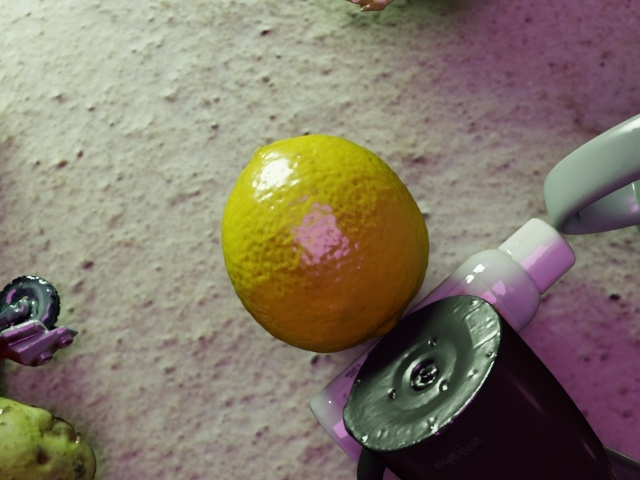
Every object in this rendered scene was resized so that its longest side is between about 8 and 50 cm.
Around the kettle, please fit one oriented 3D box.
[{"bbox_3d":[0.130,0.185,0.725,0.202,0.144,0.232,-39,113,13],"label":"kettle"}]

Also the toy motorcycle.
[{"bbox_3d":[-0.321,0.131,0.854,0.213,0.082,0.122,-40,76,0],"label":"toy motorcycle"}]

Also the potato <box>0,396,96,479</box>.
[{"bbox_3d":[-0.332,0.253,0.780,0.271,0.111,0.160,-31,119,3],"label":"potato"}]

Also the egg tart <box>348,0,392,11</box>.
[{"bbox_3d":[0.082,-0.337,0.888,0.291,0.107,0.291,-3,75,10],"label":"egg tart"}]

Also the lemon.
[{"bbox_3d":[0.000,0.000,0.791,0.178,0.178,0.203,-36,79,-1],"label":"lemon"}]

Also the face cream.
[{"bbox_3d":[0.114,0.085,0.808,0.269,0.082,0.082,-41,77,-3],"label":"face cream"}]

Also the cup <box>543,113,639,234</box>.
[{"bbox_3d":[0.335,-0.080,0.687,0.323,0.327,0.237,-13,77,6],"label":"cup"}]
